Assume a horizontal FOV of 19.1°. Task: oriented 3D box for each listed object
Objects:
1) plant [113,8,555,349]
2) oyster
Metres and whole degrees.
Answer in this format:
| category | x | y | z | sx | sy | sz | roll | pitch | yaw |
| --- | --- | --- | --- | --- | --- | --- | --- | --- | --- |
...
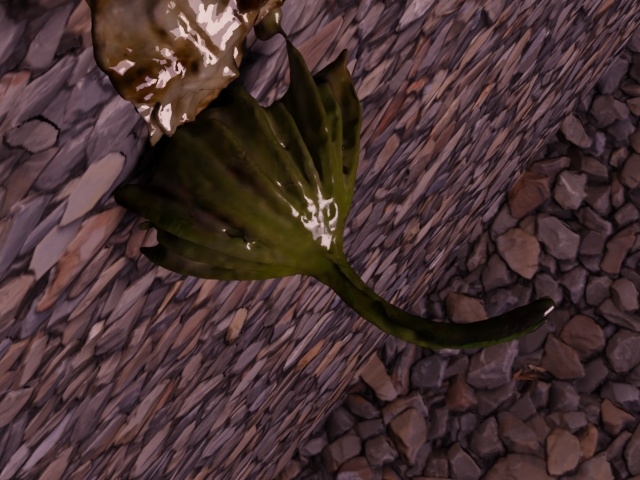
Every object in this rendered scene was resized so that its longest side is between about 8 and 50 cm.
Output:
| category | x | y | z | sx | sy | sz | roll | pitch | yaw |
| --- | --- | --- | --- | --- | --- | --- | --- | --- | --- |
| plant | -0.008 | -0.002 | 1.585 | 0.251 | 0.333 | 0.180 | -42 | 154 | 7 |
| oyster | -0.072 | -0.184 | 1.205 | 0.337 | 0.133 | 0.197 | -62 | 157 | -66 |
